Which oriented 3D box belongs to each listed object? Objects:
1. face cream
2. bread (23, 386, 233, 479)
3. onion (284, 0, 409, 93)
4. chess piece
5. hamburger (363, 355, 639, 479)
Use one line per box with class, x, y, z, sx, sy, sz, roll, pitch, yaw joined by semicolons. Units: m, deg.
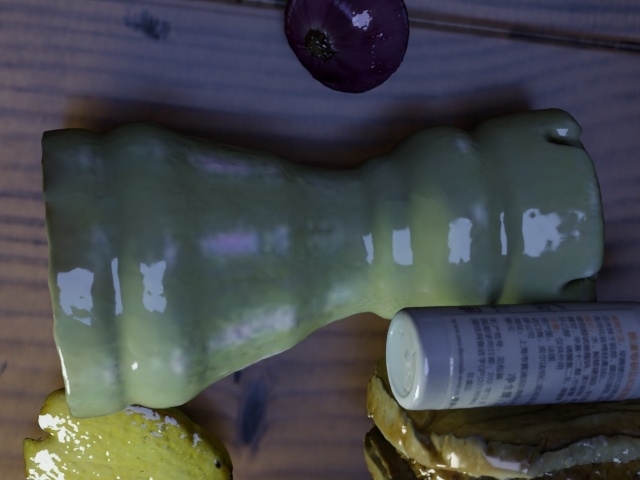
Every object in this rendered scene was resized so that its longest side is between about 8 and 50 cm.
face cream;0.189;0.088;1.153;0.269;0.082;0.082;0;103;-18
bread;-0.172;0.197;1.316;0.188;0.065;0.149;21;111;-11
onion;0.024;-0.182;1.228;0.115;0.104;0.115;16;131;20
chess piece;0.000;0.000;1.208;0.442;0.234;0.234;-7;103;-6
hamburger;0.182;0.175;1.230;0.283;0.259;0.144;-6;111;-14
